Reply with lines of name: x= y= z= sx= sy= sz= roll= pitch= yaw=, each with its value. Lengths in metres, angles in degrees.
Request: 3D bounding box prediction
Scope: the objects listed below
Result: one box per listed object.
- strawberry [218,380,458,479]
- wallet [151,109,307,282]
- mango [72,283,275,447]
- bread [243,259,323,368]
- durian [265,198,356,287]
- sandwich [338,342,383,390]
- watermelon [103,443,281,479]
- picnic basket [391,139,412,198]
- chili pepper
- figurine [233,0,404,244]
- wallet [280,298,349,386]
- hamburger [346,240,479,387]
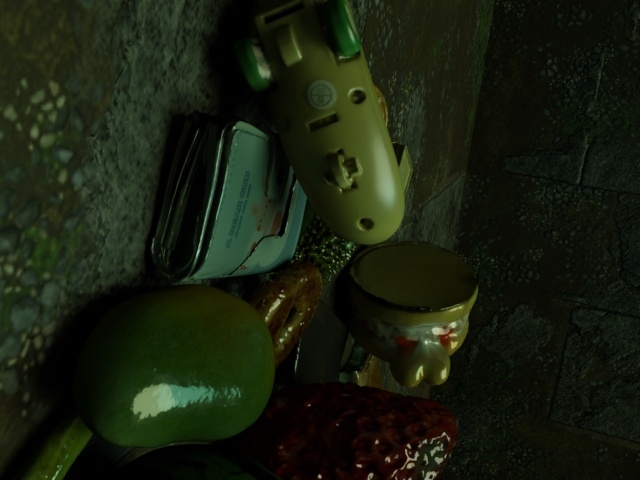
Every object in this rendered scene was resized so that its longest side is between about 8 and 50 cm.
strawberry: x=0.022 y=0.341 z=0.965 sx=0.292 sy=0.310 sz=0.291 roll=10 pitch=90 yaw=-76
wallet: x=-0.089 y=-0.042 z=0.765 sx=0.250 sy=0.075 sz=0.176 roll=1 pitch=104 yaw=-72
mango: x=-0.134 y=0.118 z=0.636 sx=0.251 sy=0.114 sz=0.156 roll=0 pitch=69 yaw=-60
bread: x=-0.066 y=0.104 z=0.871 sx=0.193 sy=0.064 sz=0.193 roll=-50 pitch=162 yaw=-23
durian: x=0.009 y=0.004 z=1.029 sx=0.220 sy=0.096 sz=0.137 roll=-57 pitch=139 yaw=-24
sandwich: x=0.101 y=0.329 z=1.564 sx=0.245 sy=0.063 sz=0.211 roll=-35 pitch=132 yaw=-66
watermelon: x=-0.120 y=0.335 z=0.593 sx=0.285 sy=0.285 sz=0.284 roll=12 pitch=90 yaw=-72
picnic basket: x=0.119 y=-0.105 z=1.321 sx=0.115 sy=0.080 sz=0.164 roll=59 pitch=45 yaw=-62
chili pepper: x=-0.222 y=0.186 z=0.559 sx=0.208 sy=0.043 sz=0.048 roll=-63 pitch=144 yaw=-40
figurine: x=0.013 y=-0.151 z=0.778 sx=0.222 sy=0.124 sz=0.324 roll=-45 pitch=115 yaw=-77
wallet: x=-0.007 y=0.193 z=1.194 sx=0.309 sy=0.042 sz=0.165 roll=56 pitch=47 yaw=-67
hamburger: x=0.184 y=0.145 z=1.348 sx=0.302 sy=0.261 sz=0.186 roll=-124 pitch=-149 yaw=-59
